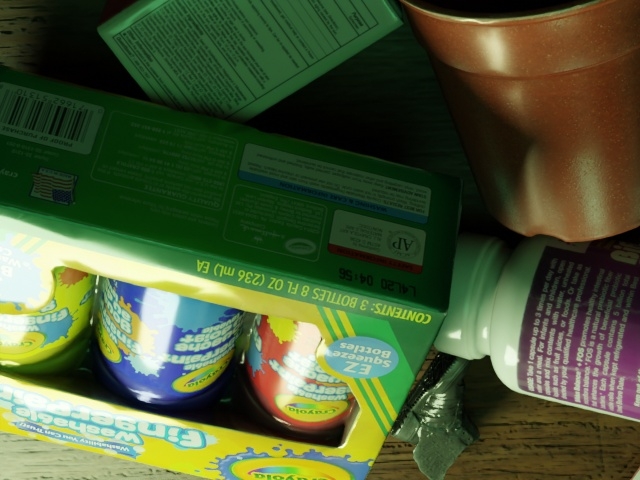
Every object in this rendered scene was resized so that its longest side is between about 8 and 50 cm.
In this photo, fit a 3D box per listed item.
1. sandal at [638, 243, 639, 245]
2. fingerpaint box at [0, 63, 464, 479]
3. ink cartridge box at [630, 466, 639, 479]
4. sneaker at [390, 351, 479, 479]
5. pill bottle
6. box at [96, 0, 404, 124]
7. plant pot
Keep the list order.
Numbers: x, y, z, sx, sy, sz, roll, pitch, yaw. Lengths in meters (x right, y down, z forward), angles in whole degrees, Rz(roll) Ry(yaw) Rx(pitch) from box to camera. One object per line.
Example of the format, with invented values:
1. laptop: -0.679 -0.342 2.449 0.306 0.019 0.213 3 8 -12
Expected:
1. sandal: 0.464 0.009 1.391 0.416 0.102 0.169 -34 113 18
2. fingerpaint box: -0.134 0.062 1.319 0.444 0.163 0.371 14 141 -5
3. ink cartridge box: 0.542 0.321 1.497 0.384 0.160 0.279 27 114 -5
4. sneaker: 0.140 0.187 1.527 0.089 0.051 0.170 27 120 -13
5. pill bottle: 0.267 0.080 1.361 0.301 0.169 0.169 12 121 21
6. box: -0.061 -0.214 1.266 0.232 0.127 0.149 -30 115 16
7. plant pot: 0.212 -0.161 1.224 0.272 0.272 0.265 -13 129 8
